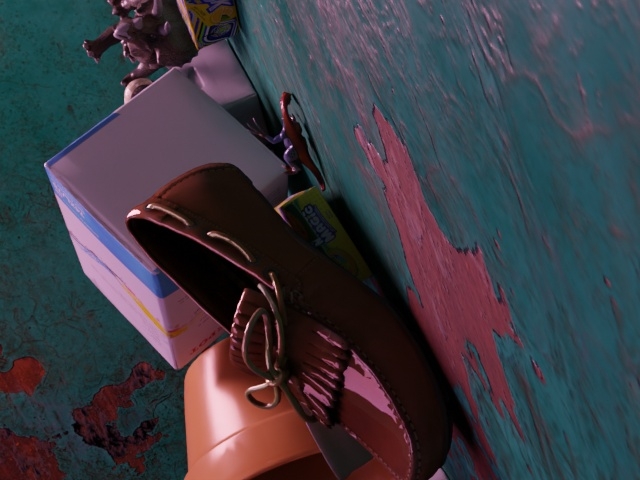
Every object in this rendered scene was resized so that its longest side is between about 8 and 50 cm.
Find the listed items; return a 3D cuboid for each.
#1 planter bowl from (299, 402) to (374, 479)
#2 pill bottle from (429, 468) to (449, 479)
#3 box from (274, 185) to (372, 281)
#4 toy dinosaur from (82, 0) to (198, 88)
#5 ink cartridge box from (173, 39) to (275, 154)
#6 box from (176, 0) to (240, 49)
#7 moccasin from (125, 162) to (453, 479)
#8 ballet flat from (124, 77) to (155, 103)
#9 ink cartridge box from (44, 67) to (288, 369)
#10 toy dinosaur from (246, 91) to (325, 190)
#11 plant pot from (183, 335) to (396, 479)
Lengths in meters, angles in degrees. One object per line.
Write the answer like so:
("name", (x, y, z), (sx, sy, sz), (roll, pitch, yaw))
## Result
("planter bowl", (0.030, 0.141, 1.216), (0.162, 0.109, 0.162), (62, 179, 1))
("pill bottle", (0.046, 0.329, 1.286), (0.121, 0.221, 0.121), (156, 90, -84))
("box", (0.000, 0.000, 1.215), (0.105, 0.043, 0.179), (57, 177, -4))
("toy dinosaur", (-0.194, -0.279, 1.503), (0.121, 0.160, 0.313), (52, -153, -26))
("ink cartridge box", (-0.120, -0.150, 1.580), (0.190, 0.082, 0.139), (76, 168, -51))
("box", (-0.125, -0.268, 1.281), (0.169, 0.054, 0.059), (83, 163, -73))
("moccasin", (-0.035, 0.074, 1.081), (0.380, 0.147, 0.139), (47, 145, 24))
("ballet flat", (-0.205, -0.164, 1.487), (0.049, 0.057, 0.173), (48, -178, 13))
("ink cartridge box", (-0.171, -0.018, 1.458), (0.197, 0.198, 0.270), (42, 159, 20))
("toy dinosaur", (-0.022, -0.104, 1.186), (0.090, 0.047, 0.082), (27, 148, 12))
("plant pot", (-0.052, 0.240, 1.571), (0.291, 0.291, 0.203), (76, 174, -60))
